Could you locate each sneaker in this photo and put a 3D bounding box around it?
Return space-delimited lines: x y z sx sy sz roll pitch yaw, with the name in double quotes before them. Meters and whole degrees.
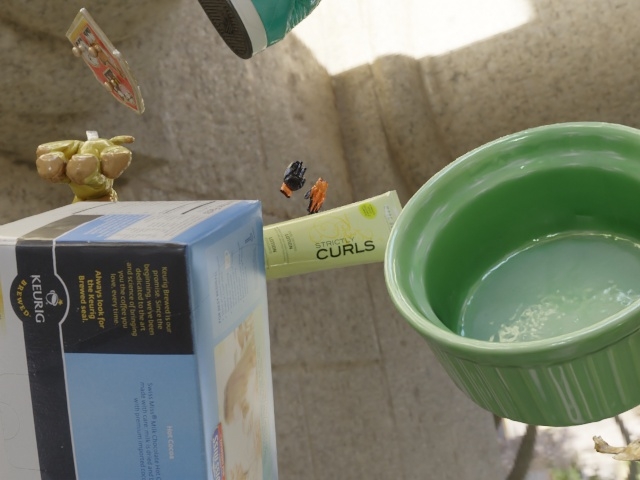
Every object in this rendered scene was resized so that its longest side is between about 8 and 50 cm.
"sneaker" -0.083 -0.373 1.020 0.296 0.178 0.124 61 -18 -2

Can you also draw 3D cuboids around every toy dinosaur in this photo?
"toy dinosaur" 0.460 0.299 1.250 0.092 0.183 0.053 -7 83 -19

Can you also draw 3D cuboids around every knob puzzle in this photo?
"knob puzzle" -0.381 -0.299 1.573 0.030 0.213 0.213 -41 120 -20

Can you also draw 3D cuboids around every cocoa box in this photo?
"cocoa box" -0.184 0.143 0.911 0.231 0.227 0.347 -43 132 -72

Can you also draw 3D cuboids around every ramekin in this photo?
"ramekin" 0.229 0.035 0.880 0.303 0.303 0.148 -77 147 -45

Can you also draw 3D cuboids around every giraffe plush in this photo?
"giraffe plush" -0.427 -0.097 1.656 0.210 0.181 0.171 -90 180 -69

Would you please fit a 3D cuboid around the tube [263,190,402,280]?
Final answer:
"tube" 0.000 0.000 1.063 0.062 0.240 0.070 -141 -135 -58

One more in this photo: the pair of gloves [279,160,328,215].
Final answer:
"pair of gloves" -0.025 -0.082 1.407 0.083 0.010 0.074 38 53 -23
